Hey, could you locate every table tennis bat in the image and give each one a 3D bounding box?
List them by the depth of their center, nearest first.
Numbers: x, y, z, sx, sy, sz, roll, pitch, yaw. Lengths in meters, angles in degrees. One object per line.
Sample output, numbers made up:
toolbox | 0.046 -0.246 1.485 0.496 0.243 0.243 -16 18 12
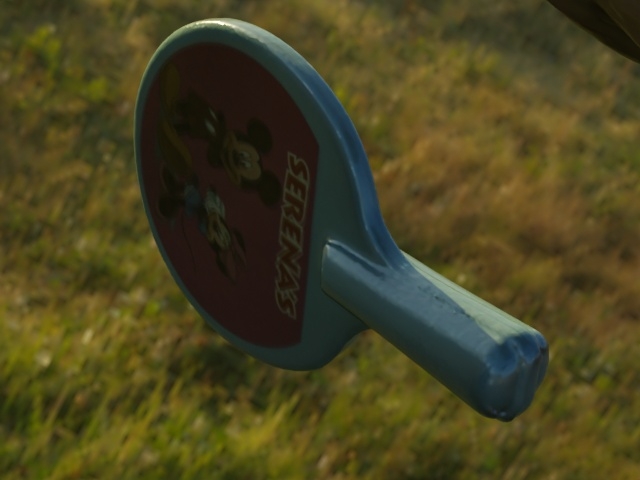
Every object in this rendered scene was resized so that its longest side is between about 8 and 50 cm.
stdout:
table tennis bat | 0.000 0.000 0.826 0.040 0.153 0.244 -21 42 -36

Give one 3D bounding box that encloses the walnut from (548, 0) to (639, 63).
walnut | 0.155 -0.142 0.611 0.224 0.224 0.224 23 28 -13
